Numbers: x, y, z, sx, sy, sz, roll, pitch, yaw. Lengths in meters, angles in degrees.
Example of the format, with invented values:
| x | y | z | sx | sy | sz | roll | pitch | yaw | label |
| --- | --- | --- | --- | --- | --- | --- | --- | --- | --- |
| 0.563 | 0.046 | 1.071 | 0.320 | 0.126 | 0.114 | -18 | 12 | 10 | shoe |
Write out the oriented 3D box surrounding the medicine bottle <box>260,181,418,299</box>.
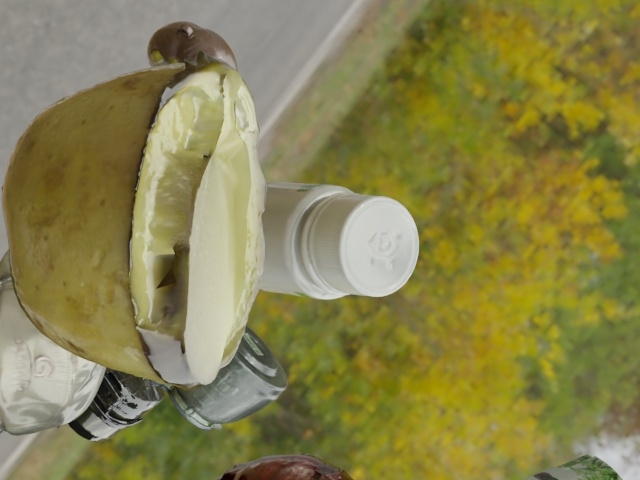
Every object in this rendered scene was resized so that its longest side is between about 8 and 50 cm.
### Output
| x | y | z | sx | sy | sz | roll | pitch | yaw | label |
| --- | --- | --- | --- | --- | --- | --- | --- | --- | --- |
| 0.000 | 0.000 | 1.844 | 0.237 | 0.139 | 0.139 | 3 | -134 | 53 | medicine bottle |

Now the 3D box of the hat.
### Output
| x | y | z | sx | sy | sz | roll | pitch | yaw | label |
| --- | --- | --- | --- | --- | --- | --- | --- | --- | --- |
| -0.333 | 0.116 | 1.662 | 0.275 | 0.161 | 0.232 | -9 | 96 | -59 | hat |

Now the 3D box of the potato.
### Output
| x | y | z | sx | sy | sz | roll | pitch | yaw | label |
| --- | --- | --- | --- | --- | --- | --- | --- | --- | --- |
| -0.174 | -0.019 | 1.357 | 0.242 | 0.242 | 0.286 | -24 | 114 | -83 | potato |

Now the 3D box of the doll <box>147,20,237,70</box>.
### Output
| x | y | z | sx | sy | sz | roll | pitch | yaw | label |
| --- | --- | --- | --- | --- | --- | --- | --- | --- | --- |
| -0.174 | -0.229 | 2.210 | 0.145 | 0.188 | 0.096 | 10 | -135 | 45 | doll |

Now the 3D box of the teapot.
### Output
| x | y | z | sx | sy | sz | roll | pitch | yaw | label |
| --- | --- | --- | --- | --- | --- | --- | --- | --- | --- |
| -0.117 | 0.134 | 1.607 | 0.108 | 0.149 | 0.111 | -44 | -147 | 11 | teapot |

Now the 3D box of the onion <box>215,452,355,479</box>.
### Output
| x | y | z | sx | sy | sz | roll | pitch | yaw | label |
| --- | --- | --- | --- | --- | --- | --- | --- | --- | --- |
| -0.044 | 0.362 | 1.761 | 0.219 | 0.252 | 0.252 | -14 | 147 | -50 | onion |

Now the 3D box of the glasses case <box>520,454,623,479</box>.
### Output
| x | y | z | sx | sy | sz | roll | pitch | yaw | label |
| --- | --- | --- | --- | --- | --- | --- | --- | --- | --- |
| 0.345 | 0.394 | 2.341 | 0.272 | 0.095 | 0.062 | -13 | 137 | -44 | glasses case |

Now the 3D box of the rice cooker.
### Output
| x | y | z | sx | sy | sz | roll | pitch | yaw | label |
| --- | --- | --- | --- | --- | --- | --- | --- | --- | --- |
| -0.255 | 0.176 | 1.872 | 0.106 | 0.112 | 0.165 | -36 | 178 | 22 | rice cooker |
